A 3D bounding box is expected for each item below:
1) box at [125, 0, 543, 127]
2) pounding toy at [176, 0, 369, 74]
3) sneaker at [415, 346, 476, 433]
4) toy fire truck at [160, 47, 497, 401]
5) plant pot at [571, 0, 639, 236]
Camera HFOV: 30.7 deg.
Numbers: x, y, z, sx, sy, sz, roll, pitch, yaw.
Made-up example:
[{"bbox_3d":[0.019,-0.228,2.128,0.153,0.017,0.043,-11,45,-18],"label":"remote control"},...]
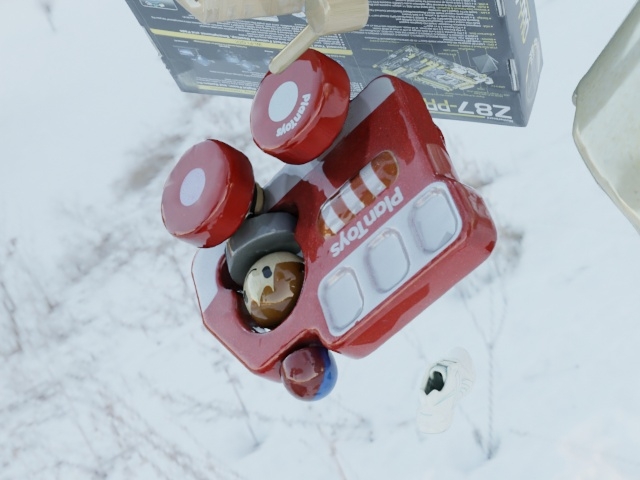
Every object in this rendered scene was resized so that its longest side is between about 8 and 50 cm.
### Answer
[{"bbox_3d":[-0.002,-0.241,1.105,0.394,0.318,0.097,8,64,21],"label":"box"},{"bbox_3d":[-0.058,-0.195,0.807,0.094,0.181,0.206,-13,38,-30],"label":"pounding toy"},{"bbox_3d":[0.156,0.171,1.437,0.053,0.061,0.152,4,31,22],"label":"sneaker"},{"bbox_3d":[0.000,0.000,1.032,0.302,0.169,0.254,-42,44,25],"label":"toy fire truck"},{"bbox_3d":[0.304,-0.107,0.577,0.305,0.333,0.334,-52,8,29],"label":"plant pot"}]
